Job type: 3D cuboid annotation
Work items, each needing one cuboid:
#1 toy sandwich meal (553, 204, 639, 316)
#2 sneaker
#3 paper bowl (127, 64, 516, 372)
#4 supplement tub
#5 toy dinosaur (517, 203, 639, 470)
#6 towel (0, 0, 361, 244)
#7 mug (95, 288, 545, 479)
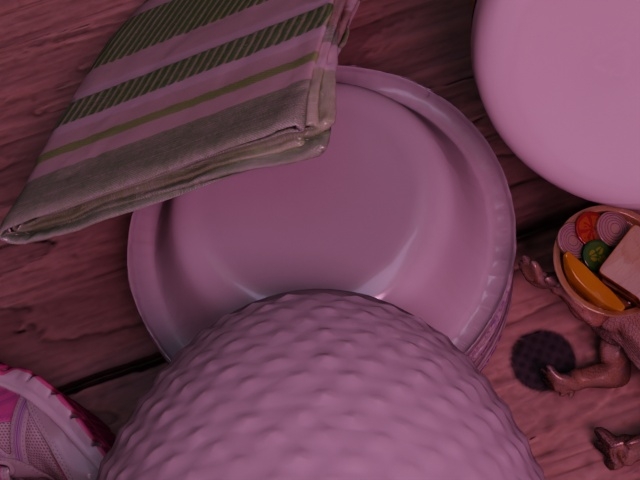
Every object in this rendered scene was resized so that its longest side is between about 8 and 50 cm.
[{"bbox_3d":[0.192,0.012,0.834,0.086,0.029,0.085,2,70,-4],"label":"toy sandwich meal"},{"bbox_3d":[-0.243,0.142,0.942,0.252,0.103,0.111,27,76,24],"label":"sneaker"},{"bbox_3d":[0.000,0.000,0.944,0.284,0.148,0.284,-2,67,5],"label":"paper bowl"},{"bbox_3d":[0.223,-0.201,0.899,0.241,0.241,0.331,-1,36,7],"label":"supplement tub"},{"bbox_3d":[0.264,0.054,0.904,0.200,0.127,0.295,-31,71,-15],"label":"toy dinosaur"},{"bbox_3d":[-0.081,-0.128,0.954,0.248,0.038,0.325,-16,33,22],"label":"towel"},{"bbox_3d":[-0.040,0.207,0.734,0.374,0.276,0.328,-32,24,18],"label":"mug"}]
